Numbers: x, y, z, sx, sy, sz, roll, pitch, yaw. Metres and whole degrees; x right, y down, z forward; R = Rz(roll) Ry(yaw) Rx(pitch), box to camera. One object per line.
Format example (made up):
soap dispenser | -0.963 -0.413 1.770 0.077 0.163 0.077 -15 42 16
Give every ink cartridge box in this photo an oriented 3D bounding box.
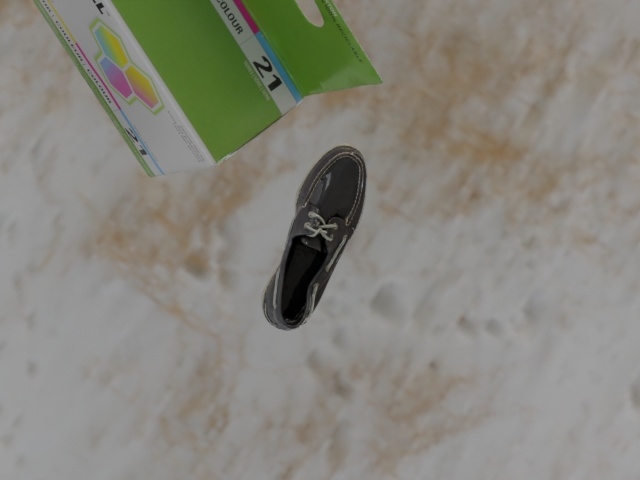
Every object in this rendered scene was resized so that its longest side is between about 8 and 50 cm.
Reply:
ink cartridge box | -0.092 -0.152 1.197 0.097 0.189 0.255 -38 -165 -21

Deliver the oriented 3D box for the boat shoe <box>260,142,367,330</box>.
boat shoe | 0.000 0.000 1.748 0.206 0.075 0.065 -66 -166 5
